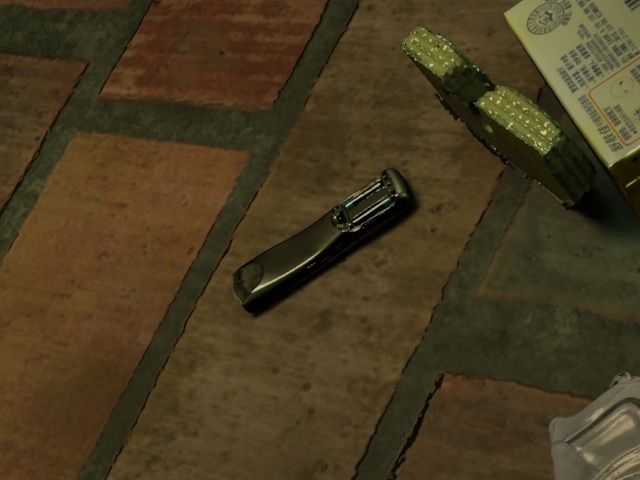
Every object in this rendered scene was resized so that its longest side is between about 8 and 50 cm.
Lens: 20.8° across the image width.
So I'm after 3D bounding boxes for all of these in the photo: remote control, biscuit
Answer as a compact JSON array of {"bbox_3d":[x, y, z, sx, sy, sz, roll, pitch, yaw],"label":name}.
[{"bbox_3d":[0.000,0.000,1.782,0.212,0.028,0.059,-34,44,10],"label":"remote control"},{"bbox_3d":[0.177,-0.110,1.650,0.046,0.147,0.250,-44,43,1],"label":"biscuit"}]

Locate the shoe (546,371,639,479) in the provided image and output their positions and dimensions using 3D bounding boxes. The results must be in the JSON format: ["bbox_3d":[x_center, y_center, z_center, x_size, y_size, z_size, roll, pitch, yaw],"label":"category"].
[{"bbox_3d":[0.287,0.150,1.402,0.245,0.095,0.137,-37,45,16],"label":"shoe"}]

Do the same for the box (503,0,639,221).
[{"bbox_3d":[0.300,-0.160,1.635,0.168,0.097,0.265,-36,43,8],"label":"box"}]
